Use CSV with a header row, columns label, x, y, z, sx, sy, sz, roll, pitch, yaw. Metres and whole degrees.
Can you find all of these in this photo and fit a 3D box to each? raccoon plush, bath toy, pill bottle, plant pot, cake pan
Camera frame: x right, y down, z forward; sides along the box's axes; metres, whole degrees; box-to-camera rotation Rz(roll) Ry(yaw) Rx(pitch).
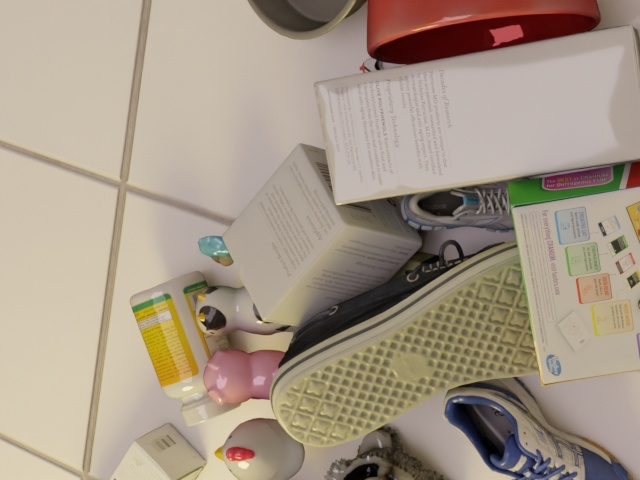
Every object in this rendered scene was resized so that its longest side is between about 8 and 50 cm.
label,x,y,z,sx,sy,sz,roll,pitch,yaw
raccoon plush,0.006,0.437,1.896,0.216,0.299,0.446,46,153,-2
bath toy,-0.106,0.169,1.844,0.151,0.129,0.348,-10,79,30
pill bottle,-0.192,0.160,1.948,0.117,0.117,0.208,-22,89,32
plant pot,0.177,-0.351,1.555,0.274,0.275,0.243,-9,86,32
cake pan,-0.013,-0.408,1.714,0.293,0.054,0.293,16,111,48

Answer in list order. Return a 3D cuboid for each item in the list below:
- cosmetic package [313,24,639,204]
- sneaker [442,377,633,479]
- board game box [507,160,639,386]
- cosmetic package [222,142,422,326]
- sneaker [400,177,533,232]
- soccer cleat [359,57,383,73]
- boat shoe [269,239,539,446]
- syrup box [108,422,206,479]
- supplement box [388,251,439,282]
label,x,y,z,sx,sy,sz,roll,pitch,yaw
cosmetic package,0.200,-0.145,1.560,0.365,0.197,0.155,-10,94,15
sneaker,0.273,0.287,1.691,0.296,0.131,0.112,39,115,17
board game box,0.387,0.028,1.500,0.316,0.064,0.242,-9,116,9
cosmetic package,0.000,0.000,1.728,0.184,0.151,0.151,-48,51,27
sneaker,0.197,-0.044,1.663,0.190,0.083,0.071,-6,87,1
soccer cleat,0.081,-0.205,1.763,0.035,0.029,0.083,-25,82,36
boat shoe,0.166,0.097,1.659,0.500,0.156,0.187,-24,115,8
syrup box,-0.285,0.407,2.067,0.096,0.093,0.237,43,118,16
supplement box,0.113,0.058,1.781,0.083,0.056,0.083,11,105,28
